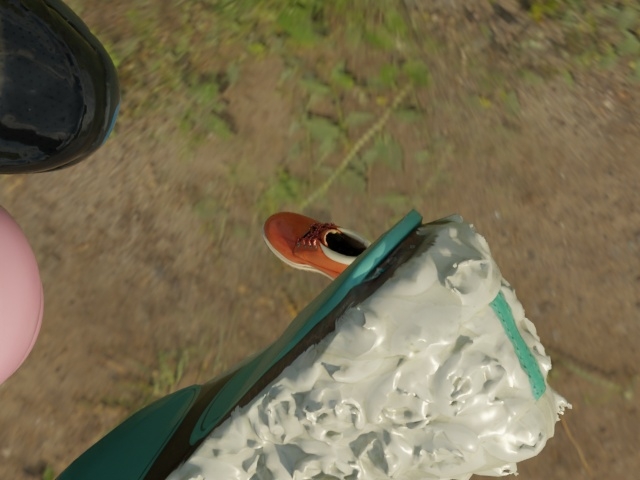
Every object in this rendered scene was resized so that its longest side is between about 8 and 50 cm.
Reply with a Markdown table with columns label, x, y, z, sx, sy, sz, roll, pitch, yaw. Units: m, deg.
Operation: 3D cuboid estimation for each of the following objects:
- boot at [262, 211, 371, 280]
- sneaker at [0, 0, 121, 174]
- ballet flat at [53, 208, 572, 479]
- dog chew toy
| label | x | y | z | sx | sy | sz | roll | pitch | yaw |
| --- | --- | --- | --- | --- | --- | --- | --- | --- | --- |
| boot | 0.000 | 0.000 | 1.787 | 0.158 | 0.084 | 0.059 | 26 | 71 | 26 |
| sneaker | -0.269 | -0.111 | 0.888 | 0.341 | 0.139 | 0.125 | 21 | 106 | -14 |
| ballet flat | -0.032 | 0.129 | 0.852 | 0.147 | 0.147 | 0.409 | 45 | 138 | -7 |
| dog chew toy | -0.340 | 0.055 | 1.531 | 0.207 | 0.332 | 0.206 | 0 | 84 | 0 |
